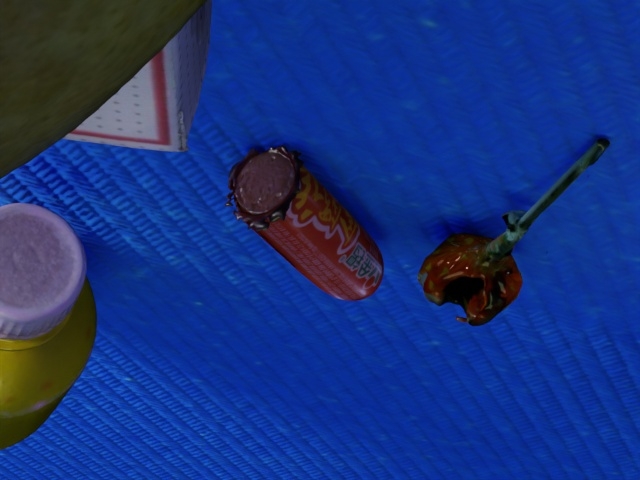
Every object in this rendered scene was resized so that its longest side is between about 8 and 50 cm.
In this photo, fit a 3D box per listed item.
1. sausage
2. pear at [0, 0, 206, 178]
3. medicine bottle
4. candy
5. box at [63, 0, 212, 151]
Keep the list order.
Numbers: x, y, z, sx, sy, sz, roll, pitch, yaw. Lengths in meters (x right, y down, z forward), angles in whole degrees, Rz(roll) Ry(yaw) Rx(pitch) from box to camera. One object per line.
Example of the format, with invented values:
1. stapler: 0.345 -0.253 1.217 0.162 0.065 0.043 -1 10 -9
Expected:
1. sausage: 0.000 0.000 1.042 0.048 0.050 0.145 -39 146 4
2. pear: -0.142 -0.142 0.445 0.304 0.304 0.304 8 158 3
3. medicine bottle: -0.188 0.044 1.123 0.122 0.122 0.212 15 157 -14
4. candy: 0.104 -0.008 1.004 0.055 0.049 0.185 9 151 -18
5. box: -0.208 -0.134 0.730 0.330 0.095 0.210 6 159 0
